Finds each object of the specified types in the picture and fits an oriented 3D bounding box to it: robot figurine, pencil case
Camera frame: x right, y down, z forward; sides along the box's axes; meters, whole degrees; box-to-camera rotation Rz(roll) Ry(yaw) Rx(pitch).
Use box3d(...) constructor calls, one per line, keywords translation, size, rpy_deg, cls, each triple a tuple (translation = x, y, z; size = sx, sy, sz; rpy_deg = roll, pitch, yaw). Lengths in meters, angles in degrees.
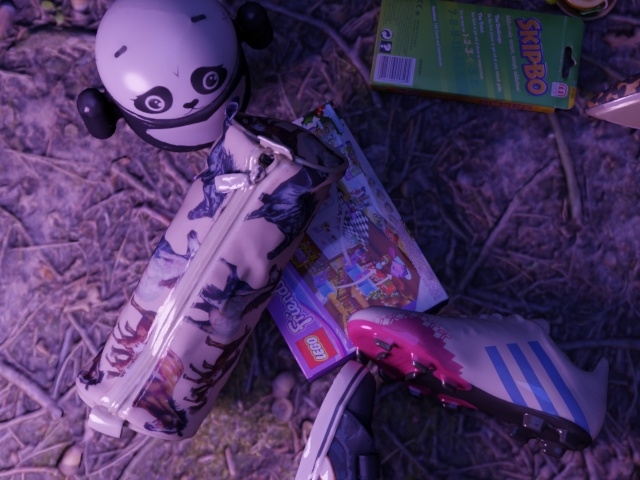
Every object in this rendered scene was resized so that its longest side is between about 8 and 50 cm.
box3d(translation=(-0.172, -0.201, 1.809), size=(0.173, 0.278, 0.209), rpy_deg=(21, 80, 6), cls="robot figurine")
box3d(translation=(-0.132, 0.044, 1.760), size=(0.160, 0.183, 0.410), rpy_deg=(34, 101, 19), cls="pencil case")

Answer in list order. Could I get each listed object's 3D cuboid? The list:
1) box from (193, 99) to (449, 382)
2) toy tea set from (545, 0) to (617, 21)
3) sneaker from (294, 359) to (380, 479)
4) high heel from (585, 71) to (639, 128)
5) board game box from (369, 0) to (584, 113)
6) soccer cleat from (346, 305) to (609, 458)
box3d(translation=(0.000, 0.000, 1.872), size=(0.201, 0.057, 0.293), rpy_deg=(-29, 79, -3), cls="box")
box3d(translation=(0.359, -0.394, 1.886), size=(0.336, 0.124, 0.200), rpy_deg=(-29, 82, 3), cls="toy tea set")
box3d(translation=(0.026, 0.307, 1.778), size=(0.127, 0.126, 0.321), rpy_deg=(20, 91, 11), cls="sneaker")
box3d(translation=(0.458, -0.236, 1.899), size=(0.261, 0.093, 0.186), rpy_deg=(-9, 56, 14), cls="high heel")
box3d(translation=(0.199, -0.237, 1.920), size=(0.259, 0.039, 0.124), rpy_deg=(8, 80, 7), cls="board game box")
box3d(translation=(0.192, 0.136, 1.803), size=(0.331, 0.116, 0.143), rpy_deg=(27, 66, -7), cls="soccer cleat")
